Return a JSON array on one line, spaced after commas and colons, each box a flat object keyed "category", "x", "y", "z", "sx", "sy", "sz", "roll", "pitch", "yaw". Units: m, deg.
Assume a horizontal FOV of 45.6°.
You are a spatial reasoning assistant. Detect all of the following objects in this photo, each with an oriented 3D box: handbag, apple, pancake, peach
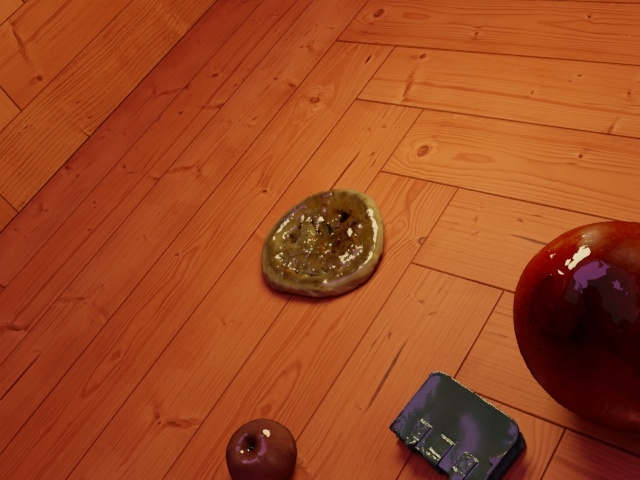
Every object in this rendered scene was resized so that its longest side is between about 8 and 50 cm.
[{"category": "handbag", "x": 0.262, "y": 0.380, "z": 1.478, "sx": 0.229, "sy": 0.062, "sz": 0.179, "roll": 29, "pitch": 72, "yaw": 42}, {"category": "apple", "x": -0.126, "y": 0.445, "z": 1.582, "sx": 0.153, "sy": 0.120, "sz": 0.153, "roll": -14, "pitch": 47, "yaw": 16}, {"category": "pancake", "x": 0.001, "y": 0.001, "z": 1.954, "sx": 0.356, "sy": 0.065, "sz": 0.356, "roll": -17, "pitch": 46, "yaw": 19}, {"category": "peach", "x": 0.517, "y": 0.139, "z": 1.318, "sx": 0.388, "sy": 0.388, "sz": 0.388, "roll": -15, "pitch": 46, "yaw": 16}]
